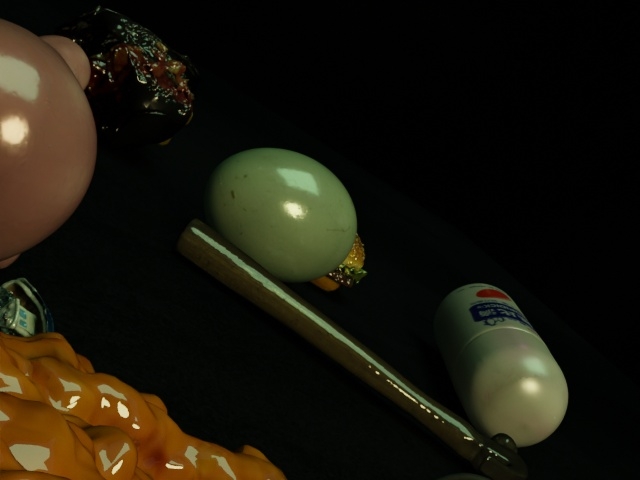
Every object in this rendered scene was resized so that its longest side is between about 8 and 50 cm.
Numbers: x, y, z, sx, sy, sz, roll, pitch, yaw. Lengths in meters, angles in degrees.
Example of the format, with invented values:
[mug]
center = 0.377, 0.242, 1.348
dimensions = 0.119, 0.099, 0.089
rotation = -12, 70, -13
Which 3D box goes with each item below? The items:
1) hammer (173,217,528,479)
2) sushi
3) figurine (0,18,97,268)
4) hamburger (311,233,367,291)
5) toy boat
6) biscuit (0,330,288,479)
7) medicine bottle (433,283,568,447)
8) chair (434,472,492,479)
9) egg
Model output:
[hammer]
center = 0.032, 0.123, 1.110
dimensions = 0.440, 0.044, 0.168
rotation = 36, 8, 2
[sushi]
center = -0.238, -0.189, 1.352
dimensions = 0.150, 0.153, 0.172
rotation = 67, 4, 36
[figurine]
center = -0.228, -0.063, 0.693
dimensions = 0.173, 0.173, 0.173
rotation = 35, 10, -7
[hamburger]
center = 0.000, 0.000, 1.441
dimensions = 0.137, 0.087, 0.166
rotation = 33, 10, -20
[toy boat]
center = -0.189, 0.052, 0.669
dimensions = 0.038, 0.038, 0.083
rotation = 28, 13, -43
[biscuit]
center = -0.098, 0.116, 0.372
dimensions = 0.318, 0.110, 0.312
rotation = 35, 1, -35
[medicine bottle]
center = 0.228, 0.158, 1.371
dimensions = 0.130, 0.130, 0.341
rotation = 35, 10, -8
[chair]
center = 0.140, 0.226, 0.829
dimensions = 0.104, 0.095, 0.221
rotation = 47, 14, 28
[egg]
center = -0.046, -0.030, 1.231
dimensions = 0.192, 0.149, 0.149
rotation = 30, 11, -26
